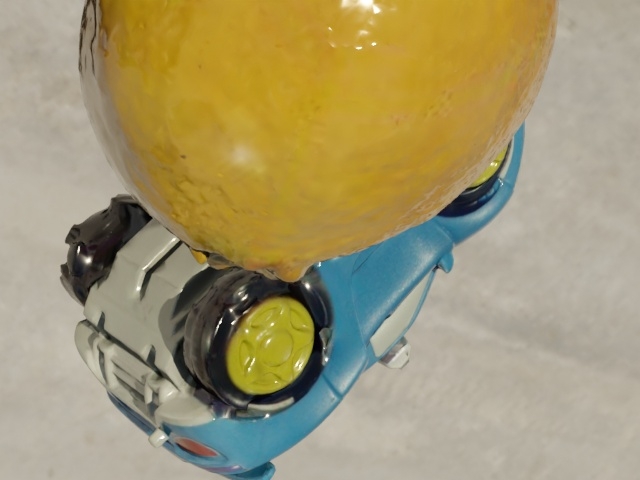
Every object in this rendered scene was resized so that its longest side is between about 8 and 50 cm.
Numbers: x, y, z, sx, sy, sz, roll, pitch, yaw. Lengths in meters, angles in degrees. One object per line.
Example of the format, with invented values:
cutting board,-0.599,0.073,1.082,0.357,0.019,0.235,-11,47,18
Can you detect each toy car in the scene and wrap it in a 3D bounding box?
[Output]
toy car,0.000,0.000,0.769,0.314,0.198,0.166,-46,128,-17

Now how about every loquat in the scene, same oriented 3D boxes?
loquat,0.000,-0.100,0.465,0.176,0.234,0.187,18,164,-25
